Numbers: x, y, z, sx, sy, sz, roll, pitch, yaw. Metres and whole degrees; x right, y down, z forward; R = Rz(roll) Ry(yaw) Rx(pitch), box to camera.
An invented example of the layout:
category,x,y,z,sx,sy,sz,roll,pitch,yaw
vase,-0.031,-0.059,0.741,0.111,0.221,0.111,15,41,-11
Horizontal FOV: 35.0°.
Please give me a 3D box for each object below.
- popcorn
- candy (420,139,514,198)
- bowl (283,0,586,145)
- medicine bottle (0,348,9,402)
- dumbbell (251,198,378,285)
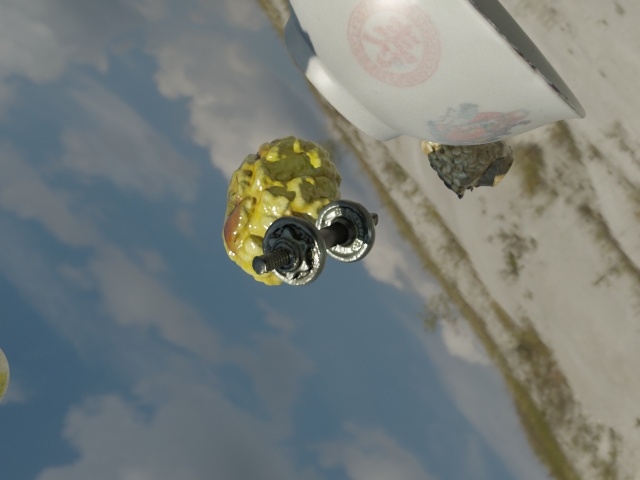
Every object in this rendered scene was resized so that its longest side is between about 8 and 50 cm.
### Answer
category,x,y,z,sx,sy,sz,roll,pitch,yaw
popcorn,-0.051,-0.039,1.441,0.169,0.189,0.218,12,-126,-2
candy,0.189,-0.115,1.322,0.095,0.085,0.110,-13,-121,-44
bowl,0.070,-0.192,0.916,0.345,0.157,0.345,41,-159,-19
medicine bottle,-0.573,0.193,1.498,0.143,0.143,0.258,49,177,14
dumbbell,0.000,0.000,1.167,0.081,0.081,0.254,49,-149,12
